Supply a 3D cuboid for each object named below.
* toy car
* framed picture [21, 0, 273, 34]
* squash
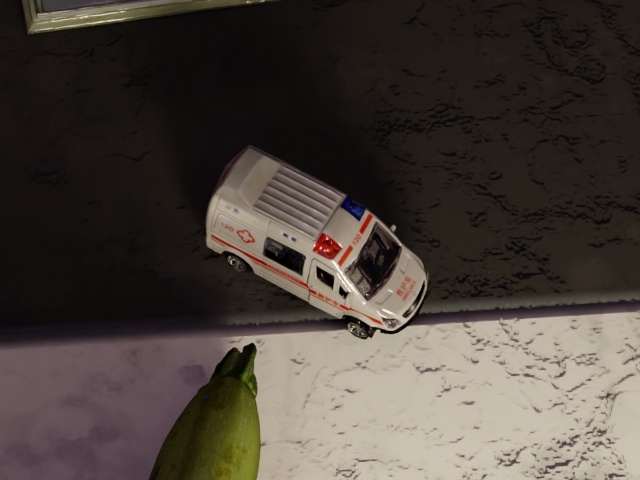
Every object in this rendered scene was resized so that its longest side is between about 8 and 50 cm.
[{"bbox_3d":[0.000,0.000,1.649,0.209,0.108,0.089,29,61,11],"label":"toy car"},{"bbox_3d":[-0.169,-0.321,1.878,0.293,0.018,0.231,-10,61,-10],"label":"framed picture"},{"bbox_3d":[-0.104,0.219,1.521,0.094,0.094,0.341,18,59,5],"label":"squash"}]
